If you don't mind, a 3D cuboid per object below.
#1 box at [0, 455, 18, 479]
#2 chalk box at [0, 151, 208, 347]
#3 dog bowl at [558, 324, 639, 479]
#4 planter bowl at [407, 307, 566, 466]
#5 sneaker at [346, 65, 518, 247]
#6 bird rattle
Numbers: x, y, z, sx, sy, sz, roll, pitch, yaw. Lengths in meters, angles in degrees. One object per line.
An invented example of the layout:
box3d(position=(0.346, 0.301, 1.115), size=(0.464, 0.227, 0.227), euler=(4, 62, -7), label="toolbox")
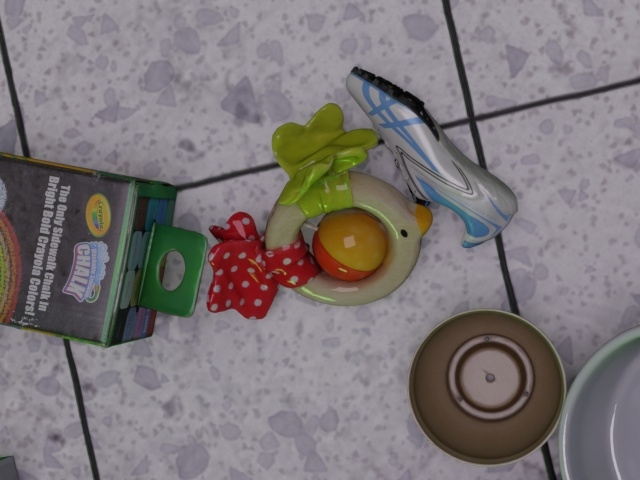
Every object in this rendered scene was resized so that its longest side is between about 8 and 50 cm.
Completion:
box3d(position=(-0.457, 0.383, 1.710), size=(0.262, 0.127, 0.231), euler=(-13, 89, 9), label="box")
box3d(position=(-0.261, 0.010, 1.650), size=(0.289, 0.179, 0.180), euler=(12, 92, 8), label="chalk box")
box3d(position=(0.373, 0.205, 1.506), size=(0.265, 0.104, 0.265), euler=(2, 93, 37), label="dog bowl")
box3d(position=(0.177, 0.149, 1.614), size=(0.162, 0.109, 0.162), euler=(0, 91, 10), label="planter bowl")
box3d(position=(0.105, -0.090, 1.638), size=(0.237, 0.085, 0.086), euler=(47, 104, 9), label="sneaker")
box3d(position=(0.000, 0.000, 1.617), size=(0.207, 0.143, 0.253), euler=(24, 115, -10), label="bird rattle")
